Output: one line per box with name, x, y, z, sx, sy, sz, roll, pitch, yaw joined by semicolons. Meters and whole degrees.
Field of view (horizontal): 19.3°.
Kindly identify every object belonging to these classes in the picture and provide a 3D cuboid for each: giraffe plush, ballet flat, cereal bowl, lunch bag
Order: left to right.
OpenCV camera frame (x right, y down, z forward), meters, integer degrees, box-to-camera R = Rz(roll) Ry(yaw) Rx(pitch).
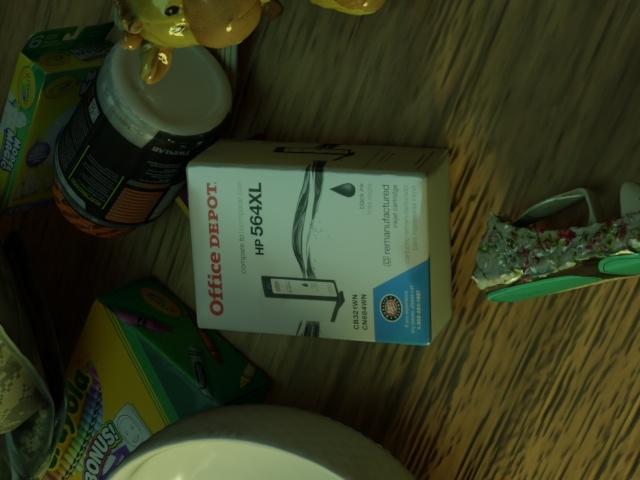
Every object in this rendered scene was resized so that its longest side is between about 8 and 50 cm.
lunch bag;-0.338;0.078;1.731;0.169;0.287;0.235;-24;54;1
giraffe plush;-0.075;-0.208;1.401;0.210;0.170;0.181;-9;116;48
cereal bowl;-0.029;0.280;1.621;0.339;0.141;0.339;9;118;18
ballet flat;0.215;-0.005;1.410;0.241;0.091;0.077;-10;76;35

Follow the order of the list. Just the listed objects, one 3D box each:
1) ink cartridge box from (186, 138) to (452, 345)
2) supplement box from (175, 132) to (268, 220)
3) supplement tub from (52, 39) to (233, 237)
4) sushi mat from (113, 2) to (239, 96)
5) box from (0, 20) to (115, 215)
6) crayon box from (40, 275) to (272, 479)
ink cartridge box;0.000;0.000;1.534;0.203;0.086;0.148;2;108;17
supplement box;-0.078;-0.049;1.633;0.043;0.055;0.083;53;129;9
supplement tub;-0.161;-0.087;1.632;0.117;0.117;0.190;54;141;10
sushi mat;-0.122;-0.272;1.553;0.151;0.019;0.316;31;140;26
box;-0.236;-0.113;1.700;0.043;0.105;0.179;38;124;30
crayon box;-0.171;0.192;1.765;0.165;0.081;0.278;39;125;22
